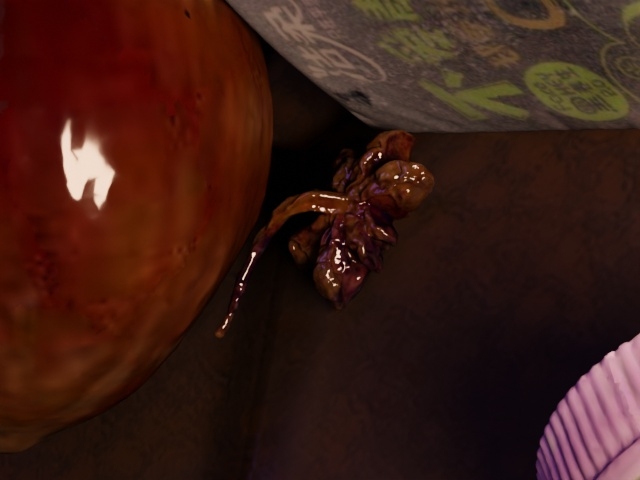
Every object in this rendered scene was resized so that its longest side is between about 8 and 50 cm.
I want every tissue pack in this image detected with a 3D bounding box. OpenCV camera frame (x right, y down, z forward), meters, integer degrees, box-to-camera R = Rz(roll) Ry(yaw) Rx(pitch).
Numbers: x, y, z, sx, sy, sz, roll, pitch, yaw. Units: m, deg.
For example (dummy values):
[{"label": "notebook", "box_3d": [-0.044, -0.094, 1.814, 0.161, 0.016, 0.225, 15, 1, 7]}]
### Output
[{"label": "tissue pack", "box_3d": [0.109, -0.184, 1.116, 0.394, 0.288, 0.124, 1, 57, 45]}]

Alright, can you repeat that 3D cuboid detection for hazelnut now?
[{"label": "hazelnut", "box_3d": [-0.210, -0.059, 1.299, 0.421, 0.352, 0.421, 20, 114, 54]}]

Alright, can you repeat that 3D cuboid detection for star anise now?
[{"label": "star anise", "box_3d": [0.000, 0.000, 1.258, 0.191, 0.070, 0.097, -53, 41, 2]}]

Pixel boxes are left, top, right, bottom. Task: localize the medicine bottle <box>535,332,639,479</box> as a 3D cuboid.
[{"label": "medicine bottle", "box_3d": [0.216, 0.186, 0.815, 0.178, 0.178, 0.291, -37, 40, 17]}]
